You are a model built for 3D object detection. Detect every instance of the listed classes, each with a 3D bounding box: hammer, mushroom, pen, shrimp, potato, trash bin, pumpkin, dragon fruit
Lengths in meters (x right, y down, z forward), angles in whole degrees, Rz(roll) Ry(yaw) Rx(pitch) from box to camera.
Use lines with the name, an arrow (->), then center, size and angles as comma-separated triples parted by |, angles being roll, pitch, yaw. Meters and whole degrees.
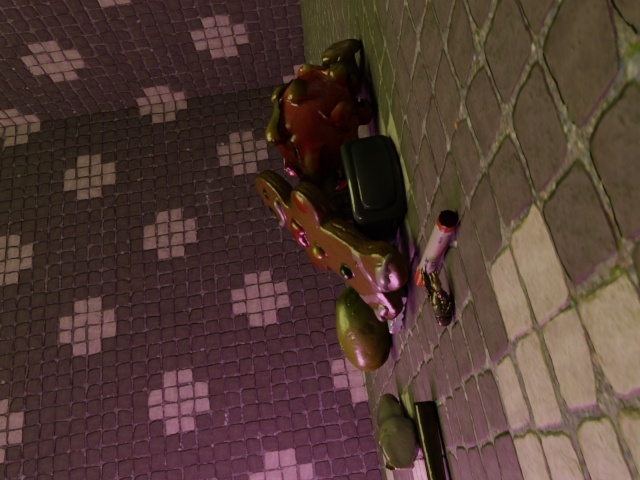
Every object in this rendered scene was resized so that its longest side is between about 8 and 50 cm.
hammer -> 0.231, 0.516, 0.980 | 0.168, 0.044, 0.440 | 94, 167, -76
mushroom -> 0.188, 0.484, 1.379 | 0.351, 0.097, 0.109 | -24, -74, -89
mushroom -> 0.049, -0.378, 1.276 | 0.212, 0.097, 0.088 | 84, -170, -64
pen -> 0.162, 0.019, 0.782 | 0.239, 0.028, 0.028 | 86, 175, -66
shrimp -> 0.168, 0.078, 0.772 | 0.092, 0.029, 0.038 | 64, 160, 1
potato -> 0.116, 0.238, 1.518 | 0.186, 0.148, 0.253 | 131, 131, -85
trash bin -> 0.101, -0.094, 1.084 | 0.236, 0.101, 0.177 | 79, 179, -67
pumpkin -> 0.055, -0.084, 1.613 | 0.238, 0.159, 0.238 | -8, -90, -87
dragon fruit -> 0.000, -0.229, 1.211 | 0.227, 0.243, 0.307 | 8, 131, 47

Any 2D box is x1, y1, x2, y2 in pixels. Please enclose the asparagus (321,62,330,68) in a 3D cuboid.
asparagus -> 0.042, -0.426, 1.712 | 0.080, 0.080, 0.287 | -119, 17, -85

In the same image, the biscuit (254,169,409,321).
biscuit -> -0.001, 0.001, 1.120 | 0.432, 0.064, 0.283 | 39, 159, 26

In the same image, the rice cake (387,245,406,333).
rice cake -> 0.154, 0.085, 1.234 | 0.189, 0.037, 0.198 | 83, 177, -51
